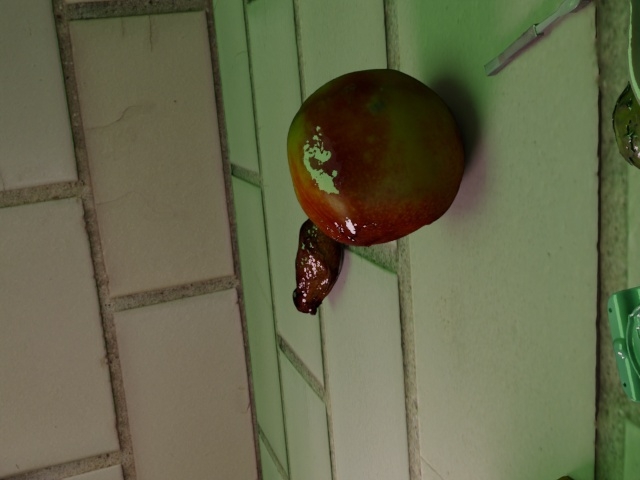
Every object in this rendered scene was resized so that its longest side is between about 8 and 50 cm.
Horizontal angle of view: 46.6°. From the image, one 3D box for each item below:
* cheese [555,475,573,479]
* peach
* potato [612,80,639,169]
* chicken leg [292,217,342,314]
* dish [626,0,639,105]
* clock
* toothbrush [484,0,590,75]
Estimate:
[{"bbox_3d":[0.218,0.323,0.757,0.126,0.171,0.093,-163,66,-72],"label":"cheese"},{"bbox_3d":[0.069,-0.106,0.956,0.231,0.231,0.230,172,90,-74],"label":"peach"},{"bbox_3d":[0.280,-0.098,0.545,0.198,0.054,0.119,-150,56,-70],"label":"potato"},{"bbox_3d":[0.000,0.000,1.502,0.158,0.096,0.406,-87,2,-55],"label":"chicken leg"},{"bbox_3d":[0.285,-0.141,0.406,0.229,0.081,0.229,9,102,47],"label":"dish"},{"bbox_3d":[0.294,0.085,0.605,0.135,0.041,0.101,156,105,-73],"label":"clock"},{"bbox_3d":[0.217,-0.209,0.765,0.194,0.017,0.014,151,109,-73],"label":"toothbrush"}]
